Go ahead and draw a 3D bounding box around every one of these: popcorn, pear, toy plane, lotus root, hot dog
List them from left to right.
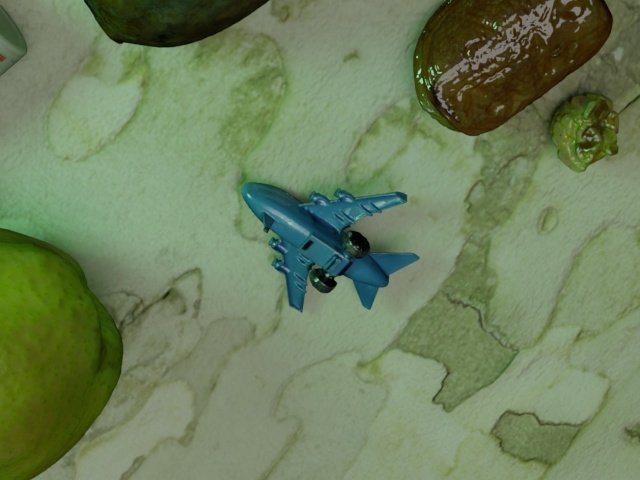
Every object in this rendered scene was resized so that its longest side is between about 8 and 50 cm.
[{"bbox_3d":[-0.443,0.149,1.371,0.390,0.391,0.391,-4,115,-9],"label":"pear"},{"bbox_3d":[-0.138,-0.372,1.263,0.346,0.250,0.250,-35,115,11],"label":"lotus root"},{"bbox_3d":[0.000,0.000,1.524,0.271,0.105,0.254,28,121,-25],"label":"toy plane"},{"bbox_3d":[0.251,-0.261,1.440,0.272,0.122,0.196,-39,113,13],"label":"hot dog"},{"bbox_3d":[0.380,-0.157,1.532,0.096,0.089,0.109,20,112,-6],"label":"popcorn"}]

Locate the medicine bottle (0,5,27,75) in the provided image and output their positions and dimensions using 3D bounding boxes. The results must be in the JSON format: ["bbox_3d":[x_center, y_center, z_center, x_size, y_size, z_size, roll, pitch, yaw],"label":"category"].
[{"bbox_3d":[-0.536,-0.178,1.325,0.341,0.130,0.130,-38,115,7],"label":"medicine bottle"}]
